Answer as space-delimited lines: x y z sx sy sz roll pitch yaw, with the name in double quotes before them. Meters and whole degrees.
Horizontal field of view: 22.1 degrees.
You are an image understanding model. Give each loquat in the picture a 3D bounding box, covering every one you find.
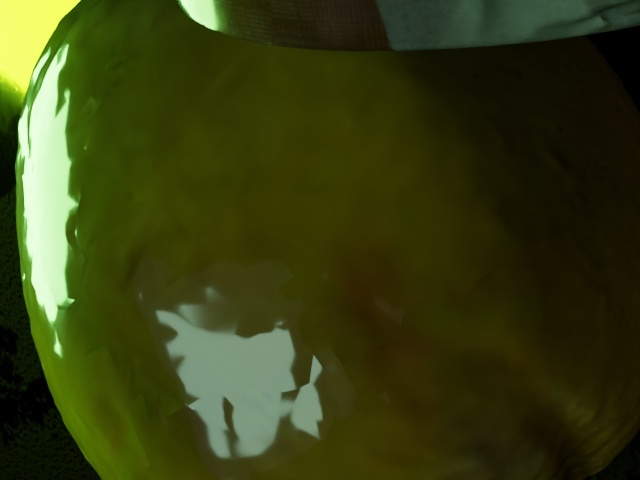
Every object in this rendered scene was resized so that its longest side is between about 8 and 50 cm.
"loquat" 0.000 0.000 0.678 0.276 0.276 0.284 -25 90 52

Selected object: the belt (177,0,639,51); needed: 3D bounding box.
"belt" 0.076 -0.134 0.516 0.261 0.184 0.105 -5 117 3
